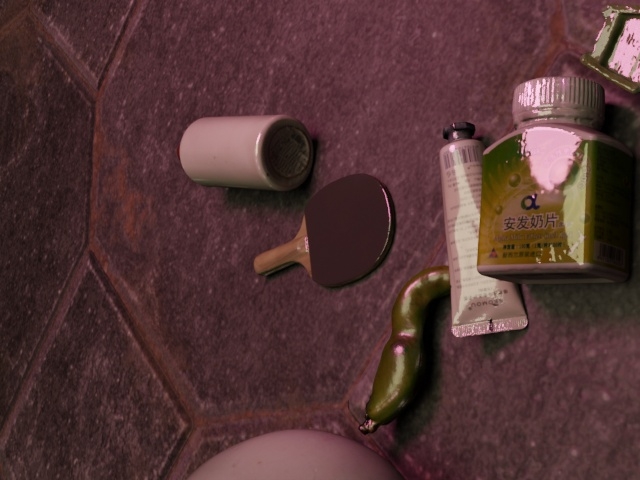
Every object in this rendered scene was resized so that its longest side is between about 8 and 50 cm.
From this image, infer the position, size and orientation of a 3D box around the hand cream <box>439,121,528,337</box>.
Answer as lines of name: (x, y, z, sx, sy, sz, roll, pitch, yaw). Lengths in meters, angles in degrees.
hand cream: (0.166, -0.015, 0.939, 0.080, 0.050, 0.234, -12, 72, 20)

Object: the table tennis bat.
table tennis bat: (0.000, 0.000, 1.136, 0.246, 0.022, 0.138, -24, 63, 41)

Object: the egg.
egg: (-0.043, 0.323, 0.944, 0.371, 0.230, 0.230, -21, 65, 49)

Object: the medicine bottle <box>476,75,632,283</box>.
medicine bottle: (0.228, -0.055, 0.849, 0.132, 0.088, 0.189, -5, 77, 47)

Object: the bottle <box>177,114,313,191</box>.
bottle: (-0.124, -0.125, 1.243, 0.245, 0.104, 0.104, 6, 85, 48)

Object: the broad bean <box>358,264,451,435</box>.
broad bean: (0.097, 0.123, 0.977, 0.070, 0.048, 0.214, 29, 99, 46)

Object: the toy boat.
toy boat: (0.361, -0.140, 0.750, 0.293, 0.055, 0.093, 33, 104, 47)
